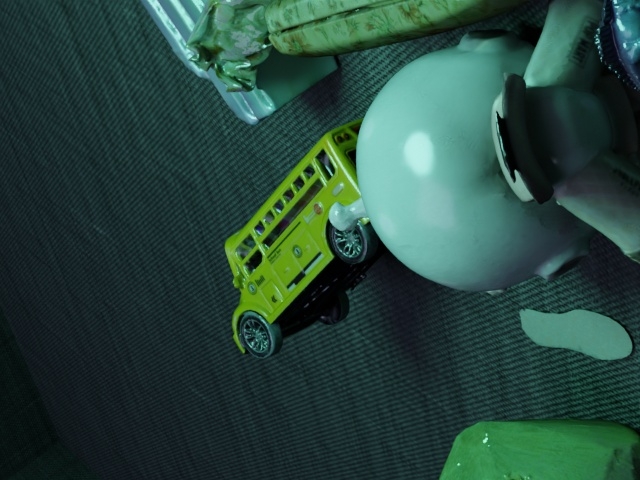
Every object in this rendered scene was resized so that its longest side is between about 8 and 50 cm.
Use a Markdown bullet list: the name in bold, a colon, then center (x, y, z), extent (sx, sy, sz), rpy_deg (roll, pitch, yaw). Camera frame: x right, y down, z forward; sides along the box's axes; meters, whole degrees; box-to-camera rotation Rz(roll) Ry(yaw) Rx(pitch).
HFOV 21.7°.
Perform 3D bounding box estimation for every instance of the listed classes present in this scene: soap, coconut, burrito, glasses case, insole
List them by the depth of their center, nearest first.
- **glasses case**: center (0.087, -0.237, 1.524), extent (0.425, 0.156, 0.098), rpy_deg (-1, 114, 63)
- **burrito**: center (-0.051, -0.282, 1.733), extent (0.096, 0.066, 0.309), rpy_deg (26, 129, -5)
- **insole**: center (0.278, 0.101, 1.824), extent (0.065, 0.004, 0.197), rpy_deg (60, 157, -14)
- **coconut**: center (0.249, 0.334, 1.834), extent (0.328, 0.328, 0.281), rpy_deg (58, 175, -9)
- **soap**: center (-0.124, -0.293, 1.921), extent (0.324, 0.109, 0.193), rpy_deg (56, 158, -3)

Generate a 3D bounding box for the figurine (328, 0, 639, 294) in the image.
- **figurine**: center (0.164, -0.086, 1.526), extent (0.361, 0.211, 0.253), rpy_deg (160, 108, -67)

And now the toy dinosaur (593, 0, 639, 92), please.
- **toy dinosaur**: center (0.262, -0.173, 1.358), extent (0.045, 0.080, 0.197), rpy_deg (-68, -41, -72)

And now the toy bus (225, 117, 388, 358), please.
- **toy bus**: center (0.000, 0.000, 1.938), extent (0.151, 0.145, 0.331), rpy_deg (55, 136, 11)
